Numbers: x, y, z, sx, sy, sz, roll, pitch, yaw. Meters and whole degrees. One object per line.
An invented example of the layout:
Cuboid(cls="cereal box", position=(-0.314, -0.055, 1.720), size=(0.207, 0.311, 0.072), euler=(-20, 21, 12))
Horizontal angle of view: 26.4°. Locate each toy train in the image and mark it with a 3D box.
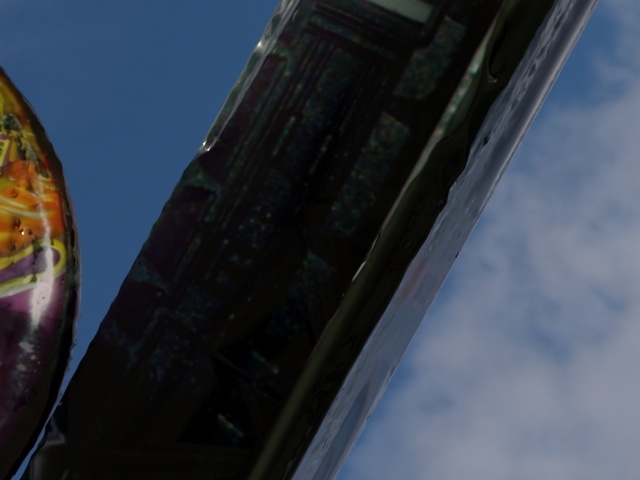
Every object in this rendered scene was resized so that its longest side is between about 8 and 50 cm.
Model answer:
Cuboid(cls="toy train", position=(0.000, 0.000, 0.466), size=(0.409, 0.086, 0.089), euler=(-62, -19, 1))

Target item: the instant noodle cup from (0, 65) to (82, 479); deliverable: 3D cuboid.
Cuboid(cls="instant noodle cup", position=(-0.235, 0.036, 0.530), size=(0.251, 0.190, 0.251), euler=(9, -115, -20))
